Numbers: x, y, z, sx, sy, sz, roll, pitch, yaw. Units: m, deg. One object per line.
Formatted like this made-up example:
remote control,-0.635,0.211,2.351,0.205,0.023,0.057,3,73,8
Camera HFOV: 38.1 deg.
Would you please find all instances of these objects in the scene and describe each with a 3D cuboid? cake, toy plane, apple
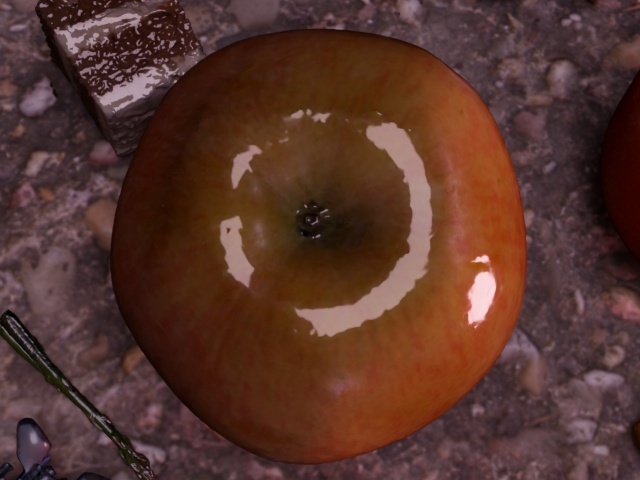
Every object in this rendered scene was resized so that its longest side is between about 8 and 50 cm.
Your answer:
cake,-0.196,-0.185,0.954,0.135,0.134,0.147,-29,76,-13
toy plane,-0.304,0.291,0.842,0.169,0.078,0.246,39,73,1
apple,0.000,0.000,0.831,0.392,0.346,0.391,1,79,-5

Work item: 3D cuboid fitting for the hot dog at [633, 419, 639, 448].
hot dog,0.403,0.247,0.988,0.071,0.045,0.165,-36,84,-17

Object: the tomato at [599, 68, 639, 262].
tomato,0.458,-0.096,0.970,0.325,0.293,0.290,-40,71,-11

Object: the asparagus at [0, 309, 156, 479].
asparagus,-0.239,0.158,0.917,0.233,0.022,0.023,45,29,6
